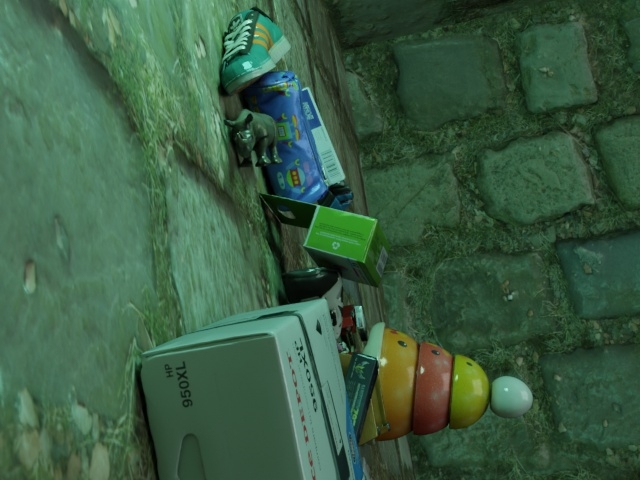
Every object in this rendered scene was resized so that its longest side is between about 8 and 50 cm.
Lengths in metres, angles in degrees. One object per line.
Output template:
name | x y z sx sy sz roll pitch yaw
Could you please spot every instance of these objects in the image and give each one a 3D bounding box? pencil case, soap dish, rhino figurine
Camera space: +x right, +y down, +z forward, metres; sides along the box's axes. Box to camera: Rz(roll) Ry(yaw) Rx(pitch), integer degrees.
pencil case | -0.069 -0.211 1.798 0.119 0.133 0.306 -67 144 -61
soap dish | 0.085 0.383 2.048 0.291 0.118 0.228 44 36 -76
rhino figurine | -0.128 -0.192 1.589 0.243 0.073 0.106 -27 109 -79

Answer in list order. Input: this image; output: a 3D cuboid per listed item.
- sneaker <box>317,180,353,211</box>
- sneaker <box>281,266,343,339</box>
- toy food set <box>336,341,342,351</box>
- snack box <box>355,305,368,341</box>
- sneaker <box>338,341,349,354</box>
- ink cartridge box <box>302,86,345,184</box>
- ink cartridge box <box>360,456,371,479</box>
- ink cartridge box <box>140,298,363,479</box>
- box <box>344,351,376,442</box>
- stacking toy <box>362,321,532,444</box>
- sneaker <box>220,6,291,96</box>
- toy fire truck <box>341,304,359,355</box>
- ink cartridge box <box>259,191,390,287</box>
sneaker | -0.027 -0.199 2.208 0.139 0.125 0.341 52 -7 36
sneaker | -0.004 0.150 1.765 0.330 0.123 0.146 65 19 -69
toy food set | 0.017 0.236 1.963 0.019 0.078 0.122 -60 171 -2
snack box | 0.119 0.242 2.449 0.178 0.022 0.064 70 12 -70
sneaker | 0.055 0.292 2.286 0.083 0.032 0.037 5 60 -86
ink cartridge box | -0.048 -0.221 1.952 0.224 0.045 0.223 -10 -76 65
ink cartridge box | 0.081 0.584 1.936 0.150 0.063 0.109 -76 152 -67
ink cartridge box | -0.068 0.243 1.101 0.395 0.166 0.285 -10 88 -81
box | 0.068 0.367 1.815 0.183 0.059 0.232 73 32 -72
stacking toy | 0.355 0.423 2.404 0.350 0.480 0.350 4 90 -84
sneaker | -0.148 -0.375 1.655 0.121 0.108 0.302 54 23 -16
toy fire truck | 0.084 0.268 2.417 0.192 0.047 0.135 -63 142 -78
ink cartridge box | 0.000 0.000 1.750 0.189 0.255 0.097 55 51 -67
